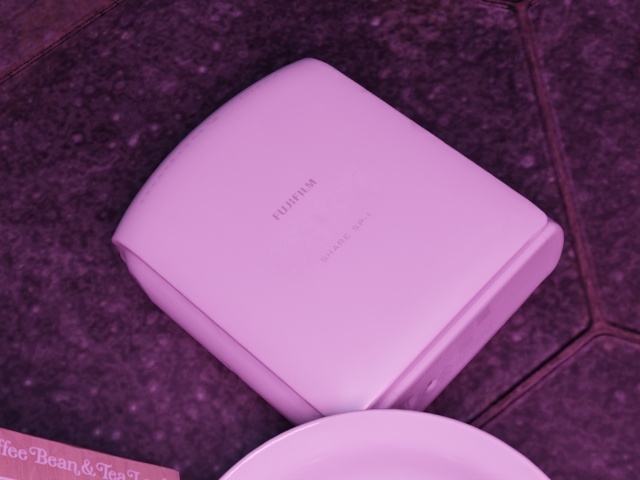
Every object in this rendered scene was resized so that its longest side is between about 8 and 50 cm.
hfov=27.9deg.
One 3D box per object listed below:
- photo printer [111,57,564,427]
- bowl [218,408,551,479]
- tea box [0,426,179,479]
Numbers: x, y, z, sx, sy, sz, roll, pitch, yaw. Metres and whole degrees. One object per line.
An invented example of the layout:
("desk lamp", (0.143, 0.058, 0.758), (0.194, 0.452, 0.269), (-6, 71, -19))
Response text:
("photo printer", (0.000, 0.000, 1.044), (0.307, 0.107, 0.256), (38, 74, 27))
("bowl", (0.046, 0.273, 0.864), (0.297, 0.134, 0.298), (-5, 60, 9))
("tea box", (-0.250, 0.324, 0.773), (0.329, 0.220, 0.324), (-32, 53, 28))
